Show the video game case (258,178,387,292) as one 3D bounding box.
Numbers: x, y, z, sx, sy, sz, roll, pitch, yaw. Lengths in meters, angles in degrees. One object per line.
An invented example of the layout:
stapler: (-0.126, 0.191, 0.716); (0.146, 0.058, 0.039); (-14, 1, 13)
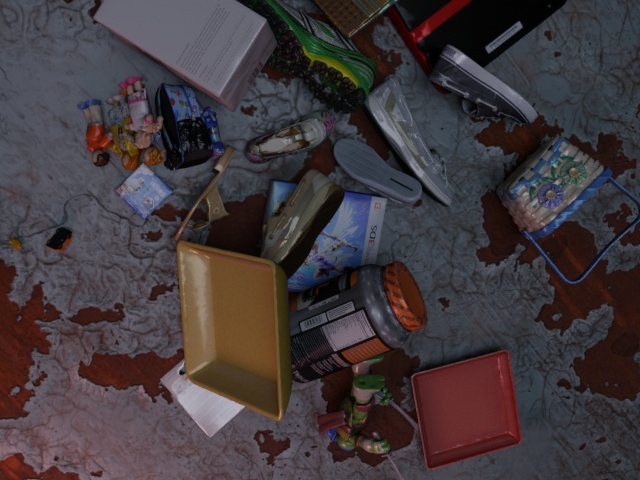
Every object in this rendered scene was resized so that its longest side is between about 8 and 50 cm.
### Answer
video game case: (0.000, 0.000, 1.758); (0.270, 0.061, 0.244); (8, 97, -13)

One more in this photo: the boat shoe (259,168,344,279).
boat shoe: (-0.071, -0.015, 1.665); (0.098, 0.109, 0.302); (39, 101, 22)

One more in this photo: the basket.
basket: (0.573, -0.076, 1.796); (0.289, 0.201, 0.255); (43, 87, -5)

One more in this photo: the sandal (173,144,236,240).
sandal: (-0.228, -0.087, 1.679); (0.079, 0.088, 0.240); (29, 87, -9)

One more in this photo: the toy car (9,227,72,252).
toy car: (-0.595, 0.001, 1.650); (0.122, 0.060, 0.040); (6, 143, 3)

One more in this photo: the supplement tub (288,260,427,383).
supplement tub: (0.058, 0.172, 1.666); (0.316, 0.193, 0.193); (-24, 105, 19)

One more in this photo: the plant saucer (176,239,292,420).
plant saucer: (-0.170, 0.173, 1.627); (0.081, 0.333, 0.332); (-14, 107, -43)

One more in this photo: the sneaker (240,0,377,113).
sneaker: (-0.028, -0.424, 1.666); (0.343, 0.134, 0.146); (39, 53, -9)

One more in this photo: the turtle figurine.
turtle figurine: (0.140, 0.390, 1.769); (0.198, 0.275, 0.266); (-41, 143, -43)

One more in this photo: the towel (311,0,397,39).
towel: (0.114, -0.637, 1.645); (0.370, 0.040, 0.271); (-40, 81, -1)

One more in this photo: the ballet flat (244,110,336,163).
ballet flat: (-0.060, -0.224, 1.697); (0.222, 0.079, 0.077); (-21, 102, -8)

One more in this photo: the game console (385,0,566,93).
game console: (0.337, -0.577, 1.744); (0.386, 0.060, 0.342); (-38, 111, -3)

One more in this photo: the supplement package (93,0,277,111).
supplement package: (-0.261, -0.418, 1.532); (0.293, 0.175, 0.177); (33, 92, 3)

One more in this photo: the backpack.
backpack: (-0.282, -0.246, 1.613); (0.117, 0.158, 0.173); (-15, 90, -18)

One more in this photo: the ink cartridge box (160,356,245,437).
ink cartridge box: (-0.258, 0.341, 1.779); (0.145, 0.045, 0.179); (-41, 87, -3)

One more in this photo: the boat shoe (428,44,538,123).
boat shoe: (0.367, -0.325, 1.745); (0.301, 0.108, 0.102); (25, 106, -34)

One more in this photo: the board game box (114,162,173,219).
board game box: (-0.385, -0.108, 1.676); (0.090, 0.020, 0.090); (-46, 105, -3)

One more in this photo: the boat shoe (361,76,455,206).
boat shoe: (0.216, -0.216, 1.742); (0.103, 0.118, 0.320); (-37, 98, 0)

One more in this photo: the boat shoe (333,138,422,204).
boat shoe: (0.123, -0.144, 1.746); (0.226, 0.076, 0.083); (36, 74, 10)

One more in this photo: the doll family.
doll family: (-0.380, -0.227, 1.576); (0.118, 0.263, 0.163); (-14, 92, -45)

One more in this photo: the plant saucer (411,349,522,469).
plant saucer: (0.358, 0.414, 1.911); (0.259, 0.048, 0.258); (-13, 102, -11)
